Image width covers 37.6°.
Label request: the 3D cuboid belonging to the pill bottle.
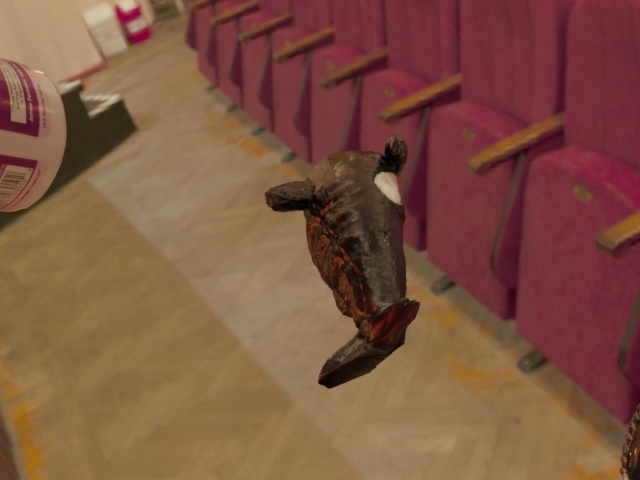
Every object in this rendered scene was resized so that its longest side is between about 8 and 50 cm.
[{"bbox_3d":[-0.424,-0.122,0.942,0.169,0.169,0.301,3,-2,37],"label":"pill bottle"}]

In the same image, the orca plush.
[{"bbox_3d":[0.000,0.000,0.725,0.102,0.151,0.287,14,38,-9],"label":"orca plush"}]

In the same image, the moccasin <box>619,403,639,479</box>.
[{"bbox_3d":[0.238,0.037,0.477,0.117,0.342,0.138,-14,46,-39],"label":"moccasin"}]
